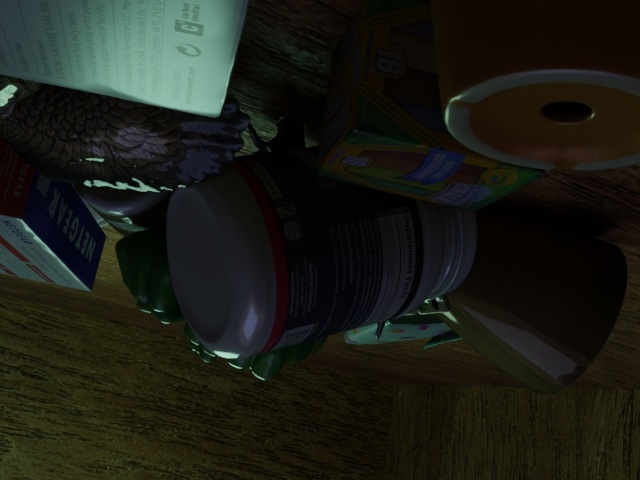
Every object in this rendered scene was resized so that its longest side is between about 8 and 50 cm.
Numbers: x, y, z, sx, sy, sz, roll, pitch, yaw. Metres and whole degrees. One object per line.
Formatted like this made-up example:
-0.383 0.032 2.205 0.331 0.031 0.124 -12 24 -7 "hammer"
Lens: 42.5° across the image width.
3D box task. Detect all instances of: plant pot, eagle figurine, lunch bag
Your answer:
0.248 0.053 1.153 0.254 0.237 0.237 27 162 -8 "plant pot"
-0.240 -0.134 0.664 0.298 0.226 0.225 35 140 29 "eagle figurine"
0.142 -0.147 0.456 0.205 0.188 0.205 8 165 2 "plant pot"
0.190 0.101 1.433 0.262 0.160 0.223 2 165 -19 "lunch bag"

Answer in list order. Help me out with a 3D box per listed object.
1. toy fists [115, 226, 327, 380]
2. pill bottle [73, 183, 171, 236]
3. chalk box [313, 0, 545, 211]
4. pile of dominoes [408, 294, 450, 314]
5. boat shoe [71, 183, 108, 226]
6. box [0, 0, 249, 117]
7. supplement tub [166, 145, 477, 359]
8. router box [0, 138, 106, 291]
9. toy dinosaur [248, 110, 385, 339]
-0.127 0.067 0.961 0.279 0.096 0.142 33 -163 30 "toy fists"
-0.228 -0.067 1.073 0.131 0.131 0.229 7 165 5 "pill bottle"
0.118 -0.109 0.720 0.213 0.132 0.132 12 164 -11 "chalk box"
0.063 0.017 1.123 0.040 0.196 0.251 -22 -174 -37 "pile of dominoes"
-0.439 -0.087 1.187 0.324 0.097 0.116 4 125 2 "boat shoe"
-0.186 -0.212 0.349 0.345 0.215 0.168 10 165 -10 "box"
0.000 0.000 0.828 0.272 0.191 0.191 -11 176 -30 "supplement tub"
-0.429 -0.041 0.936 0.301 0.082 0.335 11 164 -1 "router box"
-0.010 -0.013 1.012 0.160 0.313 0.121 -27 -158 -36 "toy dinosaur"
